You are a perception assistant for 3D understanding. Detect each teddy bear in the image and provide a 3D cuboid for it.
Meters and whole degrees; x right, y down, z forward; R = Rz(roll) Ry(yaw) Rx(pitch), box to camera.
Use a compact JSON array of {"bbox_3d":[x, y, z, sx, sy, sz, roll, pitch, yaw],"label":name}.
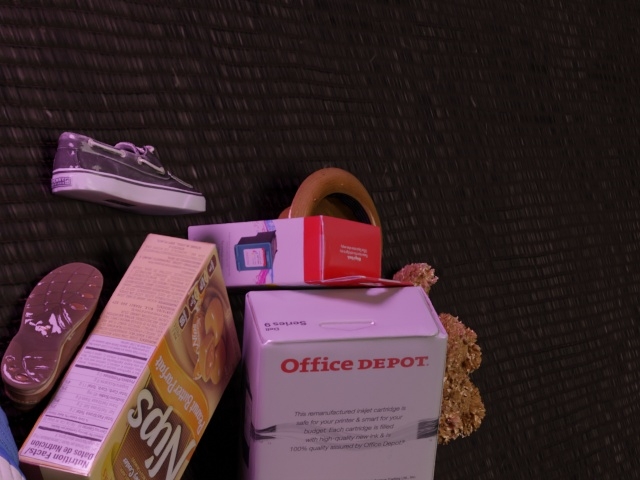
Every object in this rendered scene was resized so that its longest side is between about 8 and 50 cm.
[{"bbox_3d":[0.152,0.160,2.290,0.338,0.113,0.245,50,44,-45],"label":"teddy bear"}]

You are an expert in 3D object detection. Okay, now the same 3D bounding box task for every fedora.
[{"bbox_3d":[0.000,0.000,2.086,0.194,0.079,0.194,8,80,-52],"label":"fedora"}]

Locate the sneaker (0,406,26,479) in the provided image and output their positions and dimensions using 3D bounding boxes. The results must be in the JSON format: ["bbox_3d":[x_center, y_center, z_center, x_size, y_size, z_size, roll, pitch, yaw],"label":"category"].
[{"bbox_3d":[-0.367,0.137,1.428,0.330,0.130,0.147,59,13,-55],"label":"sneaker"}]

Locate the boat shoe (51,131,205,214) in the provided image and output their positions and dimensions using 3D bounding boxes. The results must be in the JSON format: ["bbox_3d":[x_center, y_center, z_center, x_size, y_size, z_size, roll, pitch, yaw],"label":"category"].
[{"bbox_3d":[-0.197,-0.070,1.768,0.219,0.078,0.070,14,76,-56],"label":"boat shoe"}]

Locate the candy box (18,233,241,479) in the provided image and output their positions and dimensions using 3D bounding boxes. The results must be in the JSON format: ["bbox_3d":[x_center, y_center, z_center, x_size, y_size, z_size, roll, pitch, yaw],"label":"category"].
[{"bbox_3d":[-0.188,0.168,1.705,0.183,0.088,0.316,80,27,-44],"label":"candy box"}]

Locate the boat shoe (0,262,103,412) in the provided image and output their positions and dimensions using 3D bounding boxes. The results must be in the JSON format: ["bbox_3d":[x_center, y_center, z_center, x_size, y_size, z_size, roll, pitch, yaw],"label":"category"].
[{"bbox_3d":[-0.270,0.096,1.655,0.060,0.064,0.178,103,7,-47],"label":"boat shoe"}]

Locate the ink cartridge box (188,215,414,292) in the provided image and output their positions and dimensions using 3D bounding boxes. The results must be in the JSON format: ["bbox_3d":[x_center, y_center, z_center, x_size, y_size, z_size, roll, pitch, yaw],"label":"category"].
[{"bbox_3d":[-0.022,0.019,1.899,0.134,0.231,0.078,9,79,-59],"label":"ink cartridge box"}]

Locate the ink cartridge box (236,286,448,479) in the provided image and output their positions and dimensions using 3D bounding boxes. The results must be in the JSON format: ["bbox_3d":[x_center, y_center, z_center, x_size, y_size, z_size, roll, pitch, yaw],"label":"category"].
[{"bbox_3d":[0.019,0.203,1.867,0.121,0.211,0.289,-112,-156,-60],"label":"ink cartridge box"}]
